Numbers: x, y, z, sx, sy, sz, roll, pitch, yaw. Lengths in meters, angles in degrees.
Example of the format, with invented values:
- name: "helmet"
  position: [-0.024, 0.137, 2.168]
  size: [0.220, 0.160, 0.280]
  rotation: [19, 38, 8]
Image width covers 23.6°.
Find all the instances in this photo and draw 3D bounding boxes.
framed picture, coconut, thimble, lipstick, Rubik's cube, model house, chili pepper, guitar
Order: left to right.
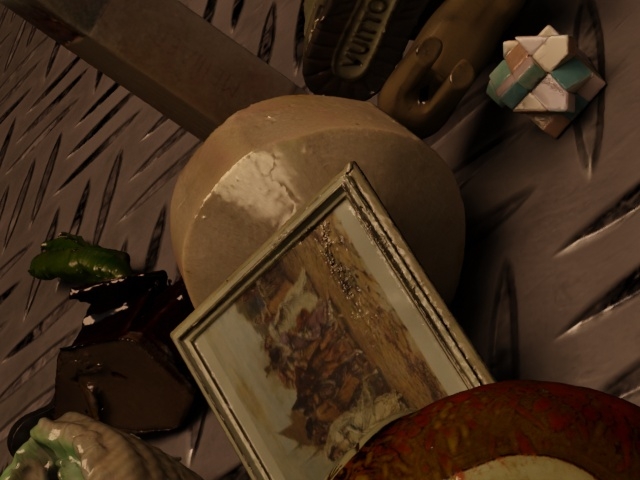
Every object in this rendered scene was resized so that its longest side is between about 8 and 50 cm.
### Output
- name: "chili pepper"
  position: [-0.286, 0.039, 1.864]
  size: [0.085, 0.076, 0.359]
  rotation: [-35, 19, -14]
- name: "thimble"
  position: [-0.190, 0.255, 1.262]
  size: [0.219, 0.150, 0.219]
  rotation: [-30, 41, 30]
- name: "guitar"
  position: [-0.233, 0.155, 1.617]
  size: [0.233, 0.088, 0.025]
  rotation: [-51, 22, -12]
- name: "model house"
  position: [-0.169, 0.101, 1.528]
  size: [0.203, 0.141, 0.164]
  rotation: [-5, 30, 36]
- name: "lipstick"
  position: [-0.103, -0.139, 1.354]
  size: [0.080, 0.371, 0.076]
  rotation: [-1, 58, 62]
- name: "coconut"
  position: [-0.004, -0.001, 1.186]
  size: [0.241, 0.241, 0.241]
  rotation: [-43, 27, 28]
- name: "framed picture"
  position: [0.019, 0.115, 1.039]
  size: [0.217, 0.017, 0.274]
  rotation: [-45, 66, 28]
- name: "Rubik's cube"
  position: [0.172, -0.129, 1.193]
  size: [0.075, 0.073, 0.084]
  rotation: [-54, 21, 4]

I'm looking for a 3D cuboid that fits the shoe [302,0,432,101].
- name: "shoe"
  position: [0.058, -0.269, 1.329]
  size: [0.149, 0.109, 0.293]
  rotation: [-100, 33, -51]

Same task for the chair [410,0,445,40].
- name: "chair"
  position: [0.087, -0.280, 1.523]
  size: [0.095, 0.104, 0.221]
  rotation: [-37, 27, 14]

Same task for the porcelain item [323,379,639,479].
- name: "porcelain item"
  position: [0.106, 0.199, 0.789]
  size: [0.253, 0.253, 0.253]
  rotation: [-43, 27, 28]

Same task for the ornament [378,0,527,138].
- name: "ornament"
  position: [0.126, -0.183, 1.283]
  size: [0.230, 0.061, 0.245]
  rotation: [-55, 2, -16]
